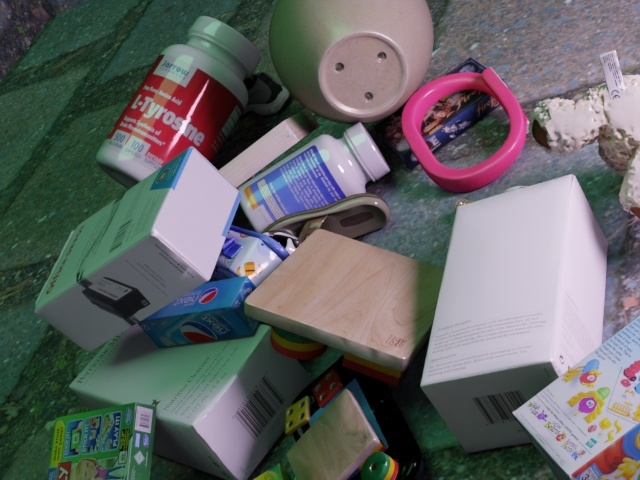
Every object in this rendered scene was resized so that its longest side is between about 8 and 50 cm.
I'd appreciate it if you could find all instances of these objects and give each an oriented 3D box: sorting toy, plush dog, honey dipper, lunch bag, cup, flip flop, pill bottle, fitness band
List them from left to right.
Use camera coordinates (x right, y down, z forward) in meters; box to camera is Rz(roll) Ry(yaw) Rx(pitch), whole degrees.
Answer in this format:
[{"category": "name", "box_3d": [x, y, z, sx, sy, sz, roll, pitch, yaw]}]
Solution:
[{"category": "pill bottle", "box_3d": [-0.309, -0.289, 2.574, 0.229, 0.229, 0.407, 16, 72, 53]}, {"category": "lunch bag", "box_3d": [-0.118, 0.067, 1.953, 0.115, 0.243, 0.303, -48, 31, -18]}, {"category": "pill bottle", "box_3d": [-0.009, -0.106, 2.175, 0.272, 0.152, 0.152, -31, 31, 8]}, {"category": "flip flop", "box_3d": [0.000, 0.000, 2.082, 0.277, 0.112, 0.080, -20, 48, 17]}, {"category": "sorting toy", "box_3d": [0.024, 0.291, 1.587, 0.132, 0.046, 0.274, -49, 28, 7]}, {"category": "sorting toy", "box_3d": [0.052, 0.108, 1.726, 0.255, 0.089, 0.257, 18, 33, 18]}, {"category": "cup", "box_3d": [0.071, -0.355, 2.192, 0.331, 0.331, 0.237, -30, 26, 10]}, {"category": "fitness band", "box_3d": [0.263, -0.207, 2.090, 0.209, 0.054, 0.291, -33, 43, 8]}, {"category": "honey dipper", "box_3d": [0.291, -0.044, 1.909, 0.161, 0.030, 0.030, 15, 57, 49]}, {"category": "plush dog", "box_3d": [0.463, -0.162, 1.674, 0.210, 0.262, 0.225, -54, -15, 10]}]

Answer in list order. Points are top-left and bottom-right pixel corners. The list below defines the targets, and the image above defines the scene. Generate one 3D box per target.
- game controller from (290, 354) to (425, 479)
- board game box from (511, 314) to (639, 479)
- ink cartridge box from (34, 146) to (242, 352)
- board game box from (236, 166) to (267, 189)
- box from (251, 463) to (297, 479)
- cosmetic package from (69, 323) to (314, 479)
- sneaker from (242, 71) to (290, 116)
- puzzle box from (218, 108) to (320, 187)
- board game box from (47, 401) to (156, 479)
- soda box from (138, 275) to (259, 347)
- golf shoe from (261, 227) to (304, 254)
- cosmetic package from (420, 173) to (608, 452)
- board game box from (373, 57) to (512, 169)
[{"category": "game controller", "box_3d": [0.045, 0.286, 1.659, 0.166, 0.067, 0.319, -34, 30, 3]}, {"category": "board game box", "box_3d": [0.395, 0.199, 1.349, 0.275, 0.142, 0.144, -37, 30, -1]}, {"category": "ink cartridge box", "box_3d": [-0.298, 0.018, 1.872, 0.307, 0.129, 0.223, -30, 29, 33]}, {"category": "board game box", "box_3d": [-0.197, -0.133, 2.519, 0.133, 0.033, 0.168, 4, 48, 48]}, {"category": "box", "box_3d": [-0.096, 0.402, 1.666, 0.179, 0.043, 0.105, -32, 31, 5]}, {"category": "cosmetic package", "box_3d": [-0.219, 0.243, 1.896, 0.385, 0.156, 0.217, 5, 48, 47]}, {"category": "sneaker", "box_3d": [-0.191, -0.358, 2.754, 0.271, 0.108, 0.100, -2, 46, 46]}, {"category": "puzzle box", "box_3d": [-0.194, -0.121, 2.330, 0.409, 0.052, 0.272, -35, 5, 14]}, {"category": "board game box", "box_3d": [-0.347, 0.418, 1.744, 0.213, 0.046, 0.317, -16, 62, 40]}, {"category": "soda box", "box_3d": [-0.190, 0.116, 1.828, 0.210, 0.067, 0.071, -12, 37, 37]}, {"category": "golf shoe", "box_3d": [-0.027, 0.043, 1.989, 0.198, 0.094, 0.077, 28, 96, 26]}, {"category": "cosmetic package", "box_3d": [0.280, 0.095, 1.598, 0.197, 0.155, 0.365, -15, 36, 31]}, {"category": "board game box", "box_3d": [0.236, -0.251, 2.233, 0.243, 0.042, 0.165, -36, 30, 0]}]
